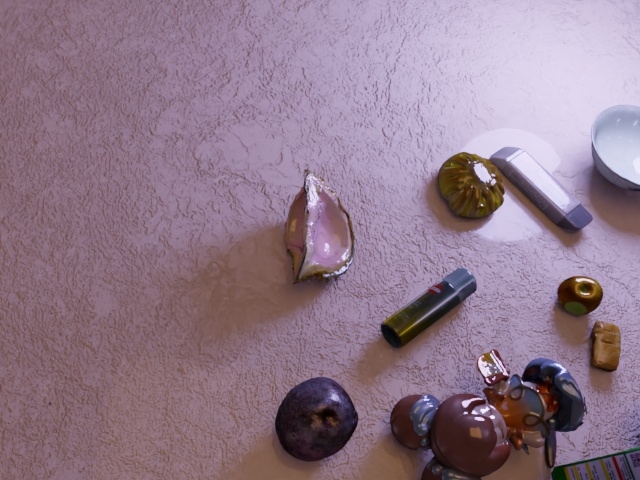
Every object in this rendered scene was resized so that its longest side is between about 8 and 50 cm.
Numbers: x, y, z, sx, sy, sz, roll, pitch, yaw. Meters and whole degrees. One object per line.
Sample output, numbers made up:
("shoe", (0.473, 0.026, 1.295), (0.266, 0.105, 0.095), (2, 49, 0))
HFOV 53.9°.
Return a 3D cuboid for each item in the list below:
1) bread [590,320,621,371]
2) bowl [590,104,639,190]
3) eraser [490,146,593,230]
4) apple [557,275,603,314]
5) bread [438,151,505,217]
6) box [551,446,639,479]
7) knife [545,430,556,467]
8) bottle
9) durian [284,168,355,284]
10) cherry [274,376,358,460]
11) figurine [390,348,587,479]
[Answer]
("bread", (0.762, 0.284, 1.683), (0.074, 0.053, 0.132), (18, 63, 1))
("bowl", (0.957, -0.254, 1.951), (0.313, 0.146, 0.313), (4, 60, -6))
("eraser", (0.667, -0.163, 1.906), (0.089, 0.061, 0.352), (-33, 71, -24))
("apple", (0.712, 0.145, 1.722), (0.114, 0.102, 0.099), (29, 63, 8))
("bread", (0.450, -0.168, 1.854), (0.213, 0.105, 0.213), (5, 59, -9))
("box", (0.658, 0.577, 1.401), (0.250, 0.103, 0.180), (-20, 42, 18))
("knife", (0.576, 0.448, 1.590), (0.035, 0.018, 0.247), (10, 58, 0))
("bottle", (0.289, 0.174, 1.654), (0.286, 0.082, 0.082), (-32, 71, -23))
("durian", (0.009, -0.008, 1.679), (0.195, 0.185, 0.305), (11, 63, -25))
("cherry", (-0.009, 0.405, 1.426), (0.195, 0.195, 0.195), (4, 61, -7))
("figurine", (0.386, 0.425, 1.467), (0.388, 0.248, 0.277), (-16, 62, -27))
